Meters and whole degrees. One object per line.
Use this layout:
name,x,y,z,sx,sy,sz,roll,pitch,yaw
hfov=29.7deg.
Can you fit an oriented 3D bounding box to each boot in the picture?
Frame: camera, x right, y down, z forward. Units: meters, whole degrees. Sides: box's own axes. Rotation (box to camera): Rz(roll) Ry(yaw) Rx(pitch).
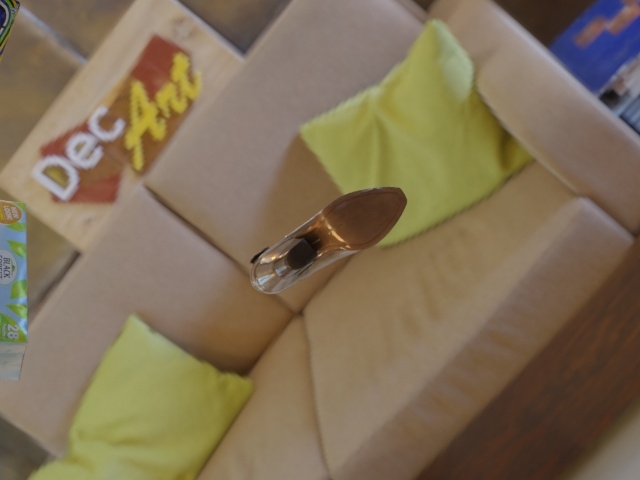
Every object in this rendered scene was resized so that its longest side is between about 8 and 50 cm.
boot,0.000,0.000,0.885,0.118,0.042,0.087,-28,0,-19

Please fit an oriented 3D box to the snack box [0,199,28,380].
snack box,-0.395,0.042,1.256,0.207,0.174,0.070,-102,27,-43

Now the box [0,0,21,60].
box,-0.343,-0.158,1.128,0.059,0.054,0.169,24,96,30
